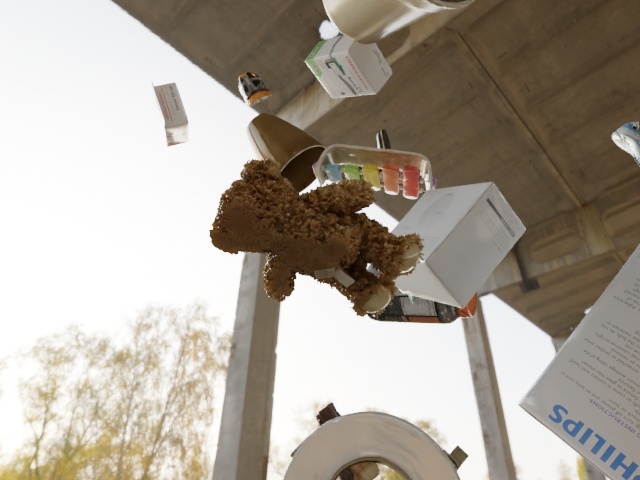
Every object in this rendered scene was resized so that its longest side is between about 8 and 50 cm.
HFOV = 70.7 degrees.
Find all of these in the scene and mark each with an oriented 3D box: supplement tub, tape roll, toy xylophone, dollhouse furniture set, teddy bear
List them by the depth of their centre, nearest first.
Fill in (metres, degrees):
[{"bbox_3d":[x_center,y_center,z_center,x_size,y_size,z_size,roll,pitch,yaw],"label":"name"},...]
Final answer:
[{"bbox_3d":[0.000,0.000,0.723,0.337,0.113,0.245,11,-56,-3],"label":"teddy bear"},{"bbox_3d":[0.103,0.554,0.917,0.391,0.392,0.072,-1,-30,4],"label":"tape roll"},{"bbox_3d":[0.151,-0.172,1.198,0.322,0.081,0.236,7,-12,20],"label":"toy xylophone"},{"bbox_3d":[0.299,0.583,1.242,0.181,0.161,0.101,-31,-35,-31],"label":"dollhouse furniture set"},{"bbox_3d":[0.322,0.167,1.477,0.337,0.207,0.207,-4,-33,30],"label":"supplement tub"}]

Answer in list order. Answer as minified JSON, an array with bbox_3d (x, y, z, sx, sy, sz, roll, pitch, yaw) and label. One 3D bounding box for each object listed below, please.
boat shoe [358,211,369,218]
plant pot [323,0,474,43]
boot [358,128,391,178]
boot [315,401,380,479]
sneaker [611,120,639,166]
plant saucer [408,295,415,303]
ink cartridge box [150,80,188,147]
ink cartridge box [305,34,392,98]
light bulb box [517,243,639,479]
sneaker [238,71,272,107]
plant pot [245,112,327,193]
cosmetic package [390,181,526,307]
[{"bbox_3d":[0.037,-0.052,1.345,0.233,0.079,0.084,-17,-13,-17],"label":"boat shoe"},{"bbox_3d":[0.170,-0.643,1.076,0.333,0.334,0.305,22,-14,-26],"label":"plant pot"},{"bbox_3d":[0.176,-0.277,1.561,0.136,0.077,0.198,-2,-71,20],"label":"boot"},{"bbox_3d":[0.059,0.546,1.193,0.090,0.207,0.248,-25,-27,-29],"label":"boot"},{"bbox_3d":[0.923,-0.247,1.269,0.086,0.237,0.085,-38,-41,27],"label":"sneaker"},{"bbox_3d":[0.257,0.108,1.188,0.021,0.119,0.119,24,-32,14],"label":"plant saucer"},{"bbox_3d":[-0.399,-0.338,1.201,0.067,0.115,0.198,-19,0,-18],"label":"ink cartridge box"},{"bbox_3d":[0.082,-0.520,1.351,0.160,0.093,0.219,45,-16,-34],"label":"ink cartridge box"},{"bbox_3d":[0.599,0.241,0.790,0.357,0.225,0.361,29,-83,-42],"label":"light bulb box"},{"bbox_3d":[-0.188,-0.425,1.261,0.084,0.215,0.083,-32,-71,-1],"label":"sneaker"},{"bbox_3d":[-0.141,-0.316,1.570,0.237,0.254,0.237,-35,-21,-16],"label":"plant pot"},{"bbox_3d":[0.265,0.007,0.974,0.138,0.225,0.224,49,-15,-16],"label":"cosmetic package"}]
